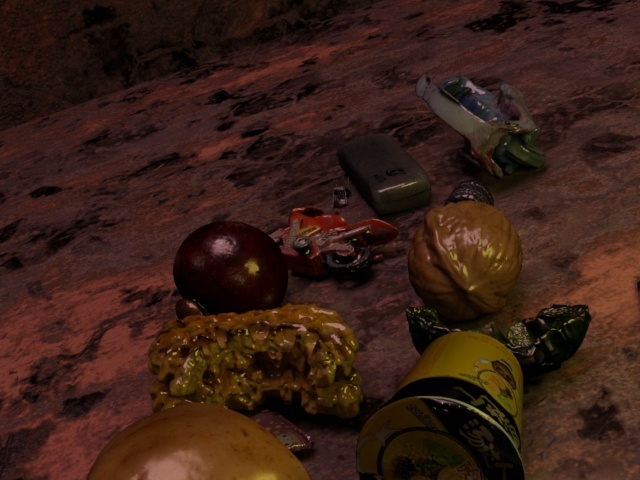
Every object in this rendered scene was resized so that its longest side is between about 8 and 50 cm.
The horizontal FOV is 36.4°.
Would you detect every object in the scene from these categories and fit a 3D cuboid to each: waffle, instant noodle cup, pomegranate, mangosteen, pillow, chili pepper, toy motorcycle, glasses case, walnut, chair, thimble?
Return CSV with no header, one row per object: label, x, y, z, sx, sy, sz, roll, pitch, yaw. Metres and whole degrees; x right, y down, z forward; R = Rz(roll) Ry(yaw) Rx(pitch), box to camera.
waffle,-0.101,0.191,1.496,0.324,0.151,0.261,-2,16,-10
instant noodle cup,0.177,0.239,1.278,0.216,0.215,0.236,-6,20,22
pomegranate,-0.142,0.337,1.193,0.307,0.307,0.307,-14,27,7
mangosteen,-0.171,0.092,1.758,0.215,0.215,0.257,2,64,34
pillow,-0.098,0.294,1.482,0.118,0.043,0.185,-18,27,-23
chili pepper,0.268,0.157,1.440,0.265,0.148,0.116,-7,56,16
toy motorcycle,-0.001,0.002,1.917,0.298,0.089,0.171,10,37,42
glasses case,0.136,-0.150,2.133,0.131,0.074,0.323,-18,27,-7
toy motorcycle,0.342,-0.271,2.050,0.182,0.241,0.319,-38,40,2
walnut,0.240,0.033,1.614,0.213,0.213,0.213,-14,27,7
chair,0.046,-0.106,2.159,0.037,0.042,0.086,-10,64,17
thimble,0.280,-0.060,1.848,0.095,0.104,0.066,-6,36,29

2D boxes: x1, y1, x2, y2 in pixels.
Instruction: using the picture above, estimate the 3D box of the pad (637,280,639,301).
pad,0.602,0.093,1.465,0.233,0.022,0.174,-10,29,19
